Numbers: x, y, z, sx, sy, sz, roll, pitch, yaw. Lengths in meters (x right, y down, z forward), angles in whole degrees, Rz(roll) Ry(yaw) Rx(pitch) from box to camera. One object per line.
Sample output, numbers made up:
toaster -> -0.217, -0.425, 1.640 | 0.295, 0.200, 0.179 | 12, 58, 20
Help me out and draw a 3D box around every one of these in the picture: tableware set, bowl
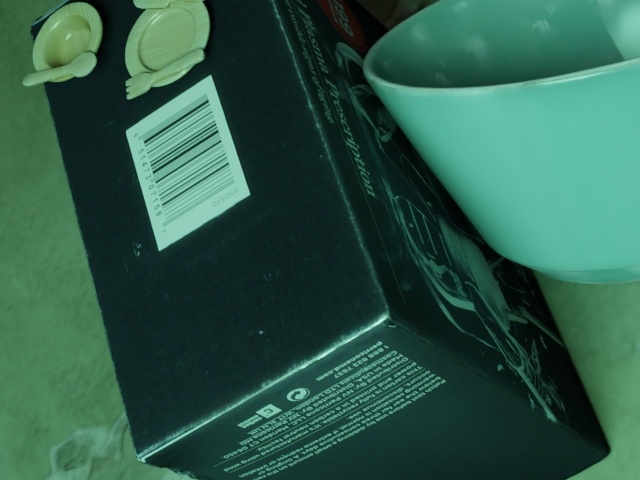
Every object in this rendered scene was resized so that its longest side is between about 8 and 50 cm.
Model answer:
tableware set -> -0.123, -0.163, 1.025 | 0.141, 0.020, 0.168 | -7, 65, 31
bowl -> 0.197, -0.082, 1.040 | 0.312, 0.163, 0.311 | -16, 21, 6

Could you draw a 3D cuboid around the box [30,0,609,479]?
box -> 0.000, 0.000, 1.084 | 0.179, 0.312, 0.343 | -31, 56, 18
